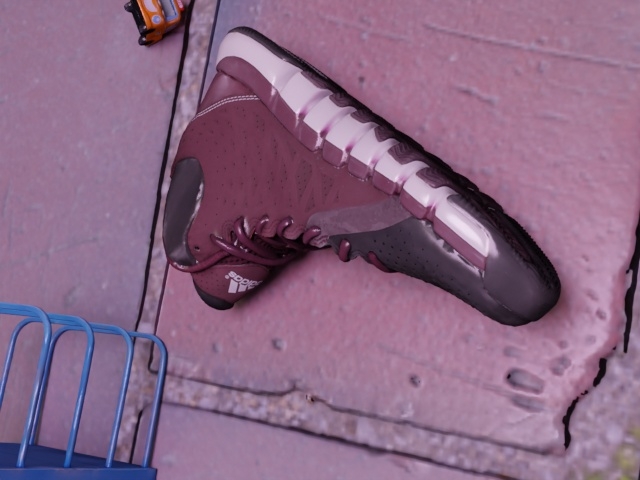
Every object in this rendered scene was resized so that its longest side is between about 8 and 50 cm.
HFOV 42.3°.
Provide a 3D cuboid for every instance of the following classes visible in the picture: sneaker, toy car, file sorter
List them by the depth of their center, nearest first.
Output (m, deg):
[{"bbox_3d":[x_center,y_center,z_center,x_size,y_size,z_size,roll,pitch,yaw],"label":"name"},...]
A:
[{"bbox_3d":[0.000,0.000,0.504,0.281,0.106,0.163,44,104,36],"label":"sneaker"},{"bbox_3d":[-0.194,0.096,0.530,0.118,0.170,0.105,3,77,26],"label":"file sorter"},{"bbox_3d":[-0.138,-0.205,0.630,0.040,0.060,0.122,-21,75,-13],"label":"toy car"}]
